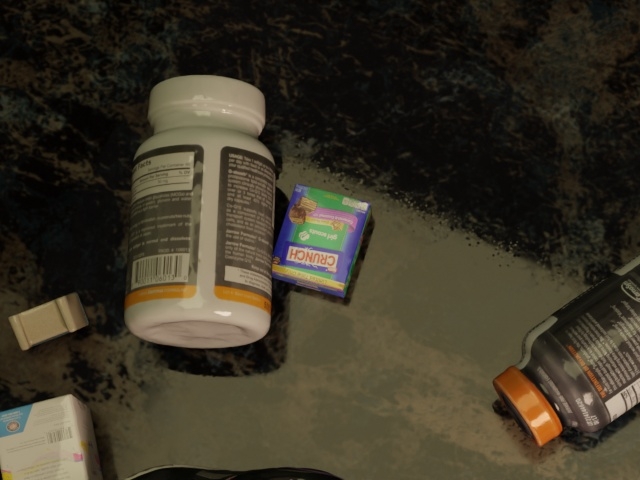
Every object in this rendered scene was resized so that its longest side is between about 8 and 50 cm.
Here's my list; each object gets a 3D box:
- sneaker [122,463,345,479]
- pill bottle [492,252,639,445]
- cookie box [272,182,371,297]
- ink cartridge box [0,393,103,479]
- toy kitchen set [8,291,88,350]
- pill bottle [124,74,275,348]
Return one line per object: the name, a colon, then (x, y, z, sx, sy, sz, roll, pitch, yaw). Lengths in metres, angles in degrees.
sneaker: (-0.103, 0.275, 1.672, 0.283, 0.124, 0.107, -6, 79, -12)
pill bottle: (0.304, 0.115, 1.710, 0.246, 0.130, 0.130, -34, 73, -5)
cookie box: (0.000, 0.000, 1.823, 0.092, 0.040, 0.107, 15, 76, 9)
ink cartridge box: (-0.291, 0.253, 1.752, 0.092, 0.090, 0.143, -14, 74, 2)
toy kitchen set: (-0.378, 0.031, 1.834, 0.166, 0.122, 0.207, -22, 93, -1)
pill bottle: (-0.130, -0.030, 1.783, 0.162, 0.162, 0.278, 0, 73, 6)
